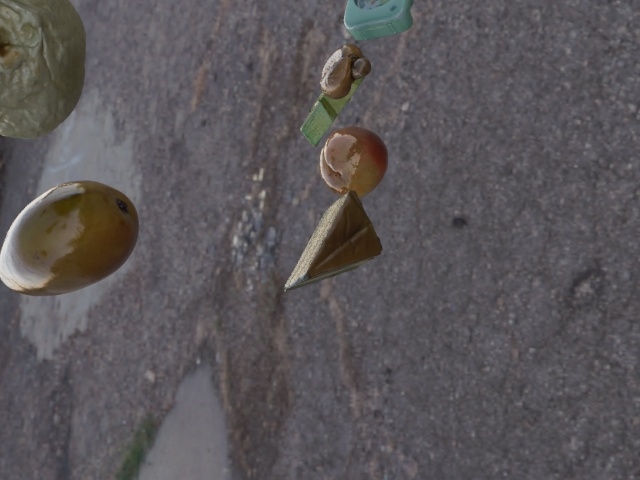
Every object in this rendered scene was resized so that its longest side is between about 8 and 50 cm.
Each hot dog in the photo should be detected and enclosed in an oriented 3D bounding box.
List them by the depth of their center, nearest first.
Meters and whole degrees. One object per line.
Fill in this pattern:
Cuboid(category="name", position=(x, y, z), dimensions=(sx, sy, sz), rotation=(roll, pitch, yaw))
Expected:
Cuboid(category="hot dog", position=(0.043, -0.293, 1.481), dimensions=(0.140, 0.060, 0.090), rotation=(138, 150, -65))

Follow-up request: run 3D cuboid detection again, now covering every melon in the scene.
Cuboid(category="melon", position=(0.016, -0.282, 1.823), dimensions=(0.118, 0.064, 0.210), rotation=(-45, 11, 42))

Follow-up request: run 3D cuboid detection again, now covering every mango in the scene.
Cuboid(category="mango", position=(-0.599, 0.013, 2.007), dimensions=(0.445, 0.300, 0.232), rotation=(-29, 91, 45))

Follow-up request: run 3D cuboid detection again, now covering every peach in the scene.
Cuboid(category="peach", position=(0.079, -0.189, 2.104), dimensions=(0.184, 0.184, 0.184), rotation=(-28, 58, 59))

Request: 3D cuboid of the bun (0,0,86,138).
Cuboid(category="bun", position=(-0.617, -0.367, 1.677), dimensions=(0.227, 0.348, 0.353), rotation=(14, 119, 58))

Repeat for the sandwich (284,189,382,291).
Cuboid(category="sandwich", position=(0.000, 0.000, 1.332), dimensions=(0.079, 0.163, 0.114), rotation=(-35, 77, 51))

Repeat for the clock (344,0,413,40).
Cuboid(category="clock", position=(0.136, -0.520, 1.826), dimensions=(0.148, 0.060, 0.189), rotation=(-2, 62, 33))
